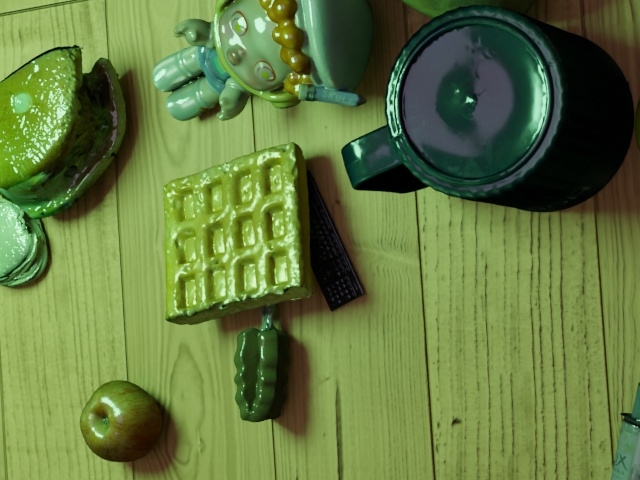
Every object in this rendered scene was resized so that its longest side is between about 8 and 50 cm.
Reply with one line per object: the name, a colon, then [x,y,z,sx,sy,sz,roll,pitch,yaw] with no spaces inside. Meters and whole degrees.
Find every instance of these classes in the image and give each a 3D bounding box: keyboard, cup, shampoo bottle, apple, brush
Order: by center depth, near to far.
cup: [0.207,-0.162,1.649,0.307,0.292,0.242,10,94,25]
shampoo bottle: [0.403,0.288,1.678,0.072,0.072,0.214,12,95,26]
keyboard: [0.000,0.000,1.906,0.063,0.010,0.198,-30,77,25]
brush: [-0.078,0.110,1.915,0.071,0.084,0.301,2,86,22]
apple: [-0.302,0.277,2.003,0.126,0.102,0.126,0,91,27]

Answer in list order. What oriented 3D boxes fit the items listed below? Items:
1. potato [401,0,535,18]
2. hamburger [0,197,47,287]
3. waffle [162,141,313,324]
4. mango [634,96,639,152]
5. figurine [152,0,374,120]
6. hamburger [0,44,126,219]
potato: [0.166,-0.366,1.732,0.251,0.174,0.159,23,84,25]
hamburger: [-0.503,0.006,2.124,0.133,0.062,0.140,-17,80,24]
waffle: [-0.120,-0.007,1.904,0.247,0.055,0.221,-15,67,31]
mango: [0.506,-0.167,1.585,0.273,0.149,0.185,-32,74,18]
figurine: [-0.088,-0.291,1.863,0.381,0.205,0.225,-1,109,40]
hamburger: [-0.417,-0.150,2.021,0.288,0.167,0.192,-30,76,23]
